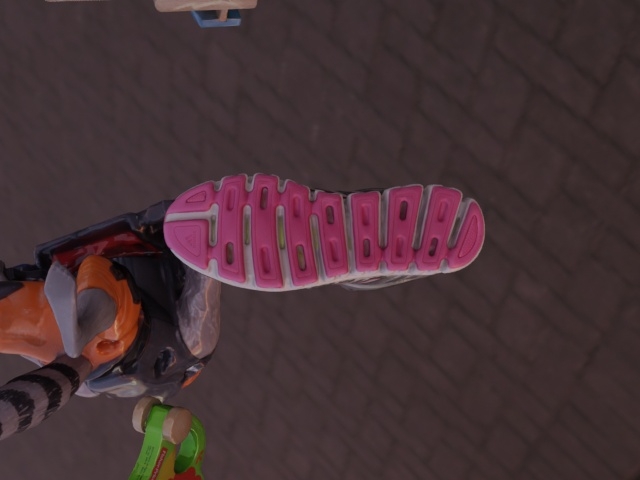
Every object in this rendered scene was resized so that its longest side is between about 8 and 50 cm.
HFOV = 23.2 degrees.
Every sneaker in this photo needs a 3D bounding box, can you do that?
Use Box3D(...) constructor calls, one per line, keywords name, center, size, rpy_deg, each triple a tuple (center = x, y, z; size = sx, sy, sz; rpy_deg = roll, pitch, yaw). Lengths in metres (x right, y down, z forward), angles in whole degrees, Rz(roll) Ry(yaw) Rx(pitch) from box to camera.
Box3D(name="sneaker", center=(0.000, 0.000, 0.848), size=(0.075, 0.170, 0.063), rpy_deg=(119, 149, -80))

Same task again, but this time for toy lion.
Box3D(name="toy lion", center=(-0.099, 0.160, 0.998), size=(0.034, 0.100, 0.096), rpy_deg=(14, 165, 27))

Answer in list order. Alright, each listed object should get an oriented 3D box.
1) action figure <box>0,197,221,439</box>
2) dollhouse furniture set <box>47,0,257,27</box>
Box3D(name="action figure", center=(-0.214, 0.083, 1.211), size=(0.330, 0.341, 0.179), rpy_deg=(9, -117, -63))
Box3D(name="dollhouse furniture set", center=(-0.136, -0.208, 1.145), size=(0.129, 0.128, 0.184), rpy_deg=(106, 152, -47))
